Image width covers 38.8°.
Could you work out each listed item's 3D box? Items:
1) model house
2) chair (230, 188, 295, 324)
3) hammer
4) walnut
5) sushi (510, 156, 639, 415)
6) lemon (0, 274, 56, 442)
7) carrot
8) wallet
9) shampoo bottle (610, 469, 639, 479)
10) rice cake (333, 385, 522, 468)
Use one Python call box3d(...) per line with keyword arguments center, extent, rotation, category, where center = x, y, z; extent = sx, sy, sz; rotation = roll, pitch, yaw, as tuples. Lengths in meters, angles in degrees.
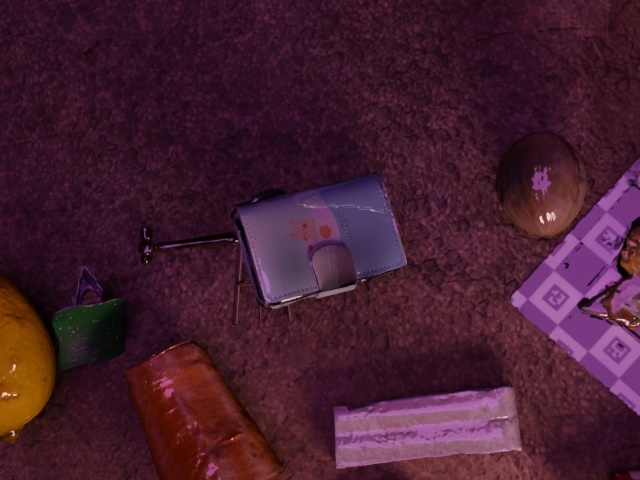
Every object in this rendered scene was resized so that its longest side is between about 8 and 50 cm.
box3d(center=(-0.389, 0.123, 1.503), extent=(0.117, 0.167, 0.088), rotation=(-12, 52, -19), category="model house")
box3d(center=(-0.104, 0.029, 1.489), extent=(0.095, 0.104, 0.221), rotation=(-1, 86, 26), category="chair")
box3d(center=(-0.224, 0.000, 1.544), extent=(0.178, 0.021, 0.065), rotation=(-7, 82, 8), category="hammer")
box3d(center=(0.341, -0.088, 1.404), extent=(0.140, 0.140, 0.162), rotation=(12, 87, 10), category="walnut")
box3d(center=(0.540, 0.085, 1.394), extent=(0.359, 0.064, 0.343), rotation=(42, 92, 10), category="sushi")
box3d(center=(-0.558, 0.184, 1.462), extent=(0.260, 0.260, 0.284), rotation=(-22, 105, 6), category="lemon")
box3d(center=(-0.187, 0.284, 1.433), extent=(0.196, 0.196, 0.254), rotation=(-26, 76, 5), category="carrot")
box3d(center=(0.000, 0.000, 1.432), extent=(0.250, 0.075, 0.176), rotation=(-14, 84, -20), category="wallet")
box3d(center=(0.499, 0.391, 1.348), extent=(0.278, 0.104, 0.104), rotation=(-7, 83, 8), category="shampoo bottle")
box3d(center=(0.162, 0.294, 1.438), extent=(0.298, 0.050, 0.106), rotation=(-8, 83, 9), category="rice cake")
